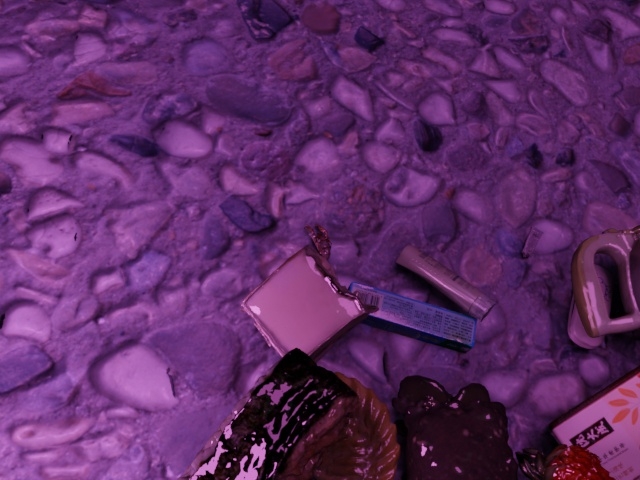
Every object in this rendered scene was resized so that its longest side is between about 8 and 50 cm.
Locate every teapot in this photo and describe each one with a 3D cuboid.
[{"bbox_3d":[0.685,0.082,1.383,0.321,0.239,0.239,-22,65,18],"label":"teapot"}]

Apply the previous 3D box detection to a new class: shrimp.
[{"bbox_3d":[0.002,-0.003,1.388,0.038,0.029,0.092,-25,67,-22],"label":"shrimp"}]

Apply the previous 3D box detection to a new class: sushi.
[{"bbox_3d":[-0.092,0.344,1.065,0.171,0.211,0.350,38,85,7],"label":"sushi"}]

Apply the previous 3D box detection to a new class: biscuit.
[{"bbox_3d":[0.042,0.342,1.161,0.187,0.036,0.273,-34,68,13],"label":"biscuit"}]

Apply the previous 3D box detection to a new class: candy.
[{"bbox_3d":[-0.024,0.130,1.230,0.195,0.137,0.185,-42,74,-4],"label":"candy"}]

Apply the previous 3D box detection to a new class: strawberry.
[{"bbox_3d":[0.450,0.430,1.082,0.106,0.188,0.286,-46,76,18],"label":"strawberry"}]

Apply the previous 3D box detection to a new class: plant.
[{"bbox_3d":[0.229,0.376,1.155,0.199,0.188,0.276,-3,45,-7],"label":"plant"}]

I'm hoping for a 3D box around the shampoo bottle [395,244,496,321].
[{"bbox_3d":[0.252,0.084,1.356,0.212,0.049,0.072,36,19,22],"label":"shampoo bottle"}]

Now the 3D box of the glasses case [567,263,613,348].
[{"bbox_3d":[0.576,0.138,1.428,0.076,0.049,0.197,25,61,0],"label":"glasses case"}]

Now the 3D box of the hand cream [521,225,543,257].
[{"bbox_3d":[0.472,0.004,1.493,0.030,0.019,0.093,33,59,4],"label":"hand cream"}]

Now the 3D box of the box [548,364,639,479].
[{"bbox_3d":[0.670,0.374,1.180,0.385,0.122,0.344,-37,74,9],"label":"box"}]

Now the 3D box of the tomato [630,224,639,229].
[{"bbox_3d":[0.733,0.005,1.512,0.087,0.087,0.075,-3,69,-14],"label":"tomato"}]

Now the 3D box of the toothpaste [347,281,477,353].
[{"bbox_3d":[0.175,0.154,1.332,0.267,0.050,0.065,16,59,-4],"label":"toothpaste"}]
